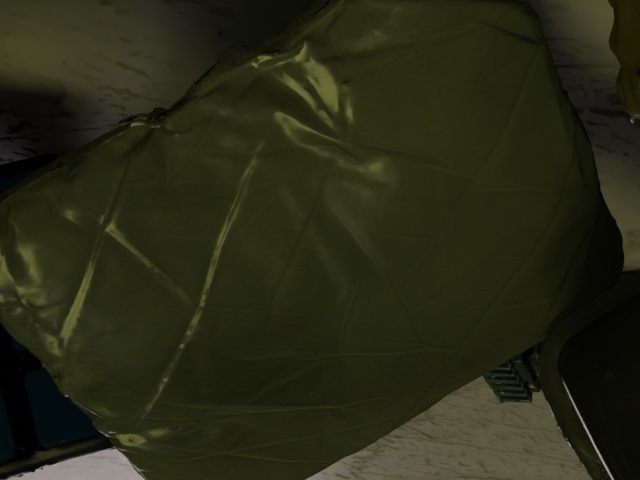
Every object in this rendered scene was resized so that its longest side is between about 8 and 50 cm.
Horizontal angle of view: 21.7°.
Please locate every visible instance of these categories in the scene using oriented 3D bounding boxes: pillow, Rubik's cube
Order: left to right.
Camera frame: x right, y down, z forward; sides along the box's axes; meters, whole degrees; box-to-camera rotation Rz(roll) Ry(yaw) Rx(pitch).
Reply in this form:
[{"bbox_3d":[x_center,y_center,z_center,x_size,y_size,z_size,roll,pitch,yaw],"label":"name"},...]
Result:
[{"bbox_3d":[-0.202,0.057,0.921,0.160,0.162,0.163,-14,176,-11],"label":"Rubik's cube"},{"bbox_3d":[0.002,0.000,0.785,0.281,0.076,0.274,-33,138,-2],"label":"pillow"}]

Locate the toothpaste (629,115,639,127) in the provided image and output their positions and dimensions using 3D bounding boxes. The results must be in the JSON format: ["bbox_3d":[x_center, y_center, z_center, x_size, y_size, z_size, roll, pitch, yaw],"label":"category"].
[{"bbox_3d":[0.253,-0.082,0.757,0.067,0.037,0.255,15,159,-34],"label":"toothpaste"}]

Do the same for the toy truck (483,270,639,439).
[{"bbox_3d":[0.181,0.091,1.117,0.115,0.080,0.178,1,156,22],"label":"toy truck"}]

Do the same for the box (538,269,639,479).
[{"bbox_3d":[0.268,0.071,0.791,0.290,0.220,0.166,-33,161,15],"label":"box"}]

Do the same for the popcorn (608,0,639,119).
[{"bbox_3d":[0.208,-0.099,0.551,0.217,0.181,0.235,10,161,-15],"label":"popcorn"}]
